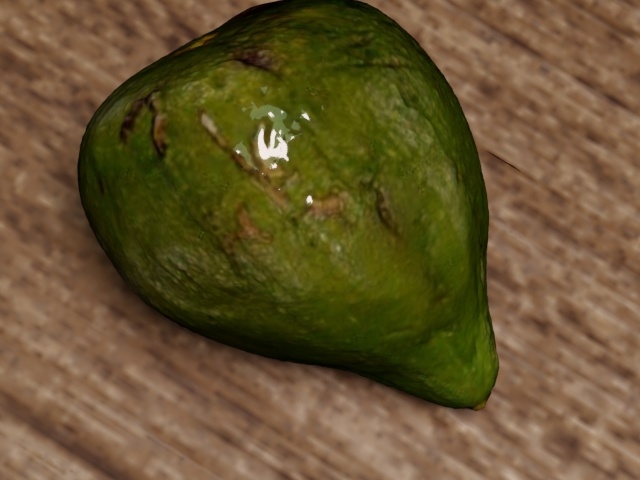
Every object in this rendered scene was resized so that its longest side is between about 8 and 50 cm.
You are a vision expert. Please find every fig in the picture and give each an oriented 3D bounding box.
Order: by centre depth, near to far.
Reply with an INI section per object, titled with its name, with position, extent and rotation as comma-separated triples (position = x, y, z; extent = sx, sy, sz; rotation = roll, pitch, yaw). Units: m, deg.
[fig]
position = 0.000, 0.000, 0.620
extent = 0.123, 0.123, 0.156
rotation = -33, 107, -13
